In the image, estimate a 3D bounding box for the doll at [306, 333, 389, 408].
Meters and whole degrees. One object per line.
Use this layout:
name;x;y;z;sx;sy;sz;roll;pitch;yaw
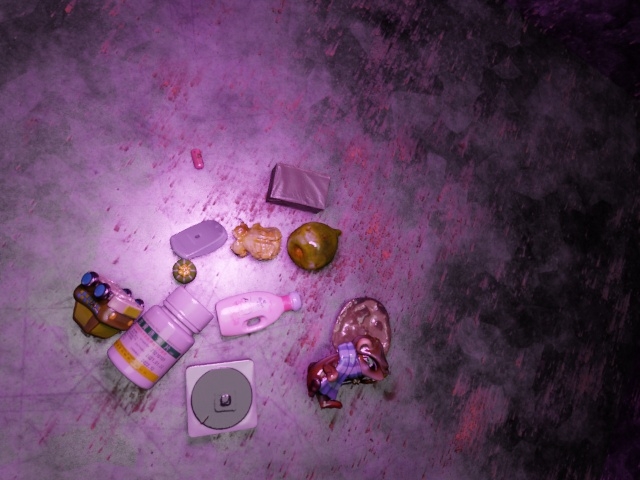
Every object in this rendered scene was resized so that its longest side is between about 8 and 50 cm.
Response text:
doll;0.106;0.512;1.752;0.339;0.318;0.209;-29;72;-6

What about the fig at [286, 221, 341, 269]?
fig;0.000;0.000;1.860;0.275;0.206;0.206;-28;92;-39

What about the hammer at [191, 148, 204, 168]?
hammer;-0.498;-0.331;1.821;0.043;0.043;0.083;-15;86;-17

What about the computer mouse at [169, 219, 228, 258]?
computer mouse;-0.468;0.000;1.747;0.230;0.079;0.128;-26;60;-31

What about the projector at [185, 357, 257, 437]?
projector;-0.378;0.595;1.719;0.259;0.079;0.257;-2;83;-17

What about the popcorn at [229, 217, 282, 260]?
popcorn;-0.251;-0.004;1.800;0.195;0.174;0.168;13;39;11

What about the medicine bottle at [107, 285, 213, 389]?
medicine bottle;-0.569;0.343;1.628;0.208;0.208;0.340;45;74;-7

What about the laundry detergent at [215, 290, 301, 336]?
laundry detergent;-0.243;0.278;1.794;0.335;0.088;0.159;-11;91;-18

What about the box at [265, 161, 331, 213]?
box;-0.096;-0.213;1.866;0.231;0.155;0.149;13;82;-16

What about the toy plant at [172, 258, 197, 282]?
toy plant;-0.512;0.117;1.696;0.092;0.162;0.093;2;81;-15

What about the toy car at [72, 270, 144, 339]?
toy car;-0.769;0.241;1.574;0.247;0.204;0.198;30;79;29

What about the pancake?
pancake;0.178;0.385;1.924;0.294;0.049;0.295;1;86;-17
